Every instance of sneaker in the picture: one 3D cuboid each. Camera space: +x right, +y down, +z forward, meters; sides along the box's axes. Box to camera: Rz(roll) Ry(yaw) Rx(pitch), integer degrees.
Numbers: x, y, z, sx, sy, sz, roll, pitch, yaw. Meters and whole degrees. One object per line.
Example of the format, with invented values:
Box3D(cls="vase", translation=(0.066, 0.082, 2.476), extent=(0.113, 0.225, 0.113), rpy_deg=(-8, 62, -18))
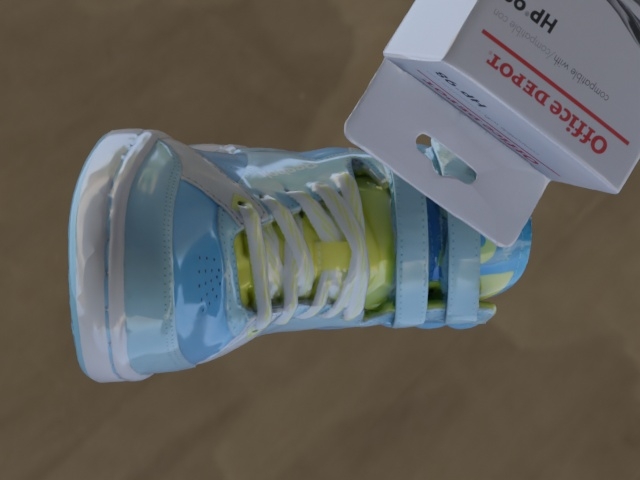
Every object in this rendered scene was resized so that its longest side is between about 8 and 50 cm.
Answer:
Box3D(cls="sneaker", translation=(0.000, 0.000, 0.978), extent=(0.208, 0.127, 0.319), rpy_deg=(1, -170, 12))

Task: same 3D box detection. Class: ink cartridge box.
Box3D(cls="ink cartridge box", translation=(0.102, -0.092, 0.789), extent=(0.104, 0.060, 0.180), rpy_deg=(34, -97, -24))
